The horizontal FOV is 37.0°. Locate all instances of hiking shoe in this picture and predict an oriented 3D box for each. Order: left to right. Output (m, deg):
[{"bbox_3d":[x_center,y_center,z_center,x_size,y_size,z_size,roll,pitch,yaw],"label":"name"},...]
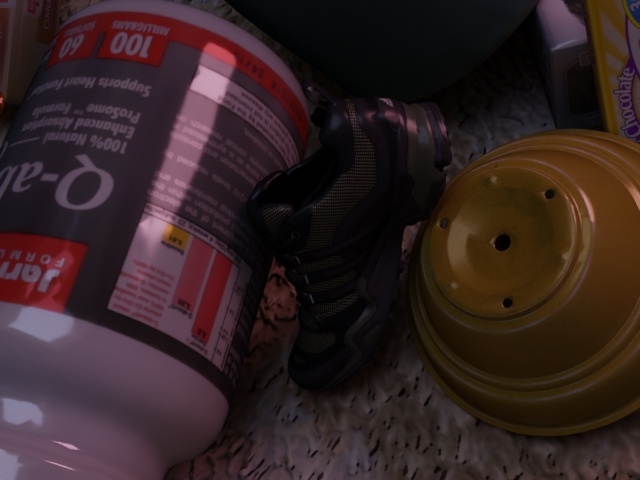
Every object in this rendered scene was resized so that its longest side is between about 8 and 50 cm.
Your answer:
[{"bbox_3d":[0.000,0.000,0.644,0.114,0.227,0.086,13,26,-13],"label":"hiking shoe"}]

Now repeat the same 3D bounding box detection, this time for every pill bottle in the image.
[{"bbox_3d":[-0.146,0.031,0.664,0.210,0.210,0.363,4,61,20],"label":"pill bottle"}]

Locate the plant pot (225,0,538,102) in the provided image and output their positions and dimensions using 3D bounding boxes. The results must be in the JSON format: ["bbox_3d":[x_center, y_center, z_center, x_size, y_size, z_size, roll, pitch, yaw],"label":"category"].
[{"bbox_3d":[0.012,-0.284,0.719,0.293,0.235,0.293,-26,54,42],"label":"plant pot"}]

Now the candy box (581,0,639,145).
[{"bbox_3d":[0.240,-0.120,0.649,0.105,0.206,0.027,-13,26,12],"label":"candy box"}]

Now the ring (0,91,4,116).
[{"bbox_3d":[-0.321,-0.096,0.786,0.336,0.032,0.336,-6,82,54],"label":"ring"}]

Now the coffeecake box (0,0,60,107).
[{"bbox_3d":[-0.349,-0.206,0.924,0.185,0.068,0.142,7,92,21],"label":"coffeecake box"}]

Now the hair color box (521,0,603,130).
[{"bbox_3d":[0.237,-0.280,0.792,0.185,0.113,0.374,-15,57,9],"label":"hair color box"}]

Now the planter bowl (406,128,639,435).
[{"bbox_3d":[0.132,0.012,0.620,0.217,0.090,0.217,-12,68,31],"label":"planter bowl"}]
